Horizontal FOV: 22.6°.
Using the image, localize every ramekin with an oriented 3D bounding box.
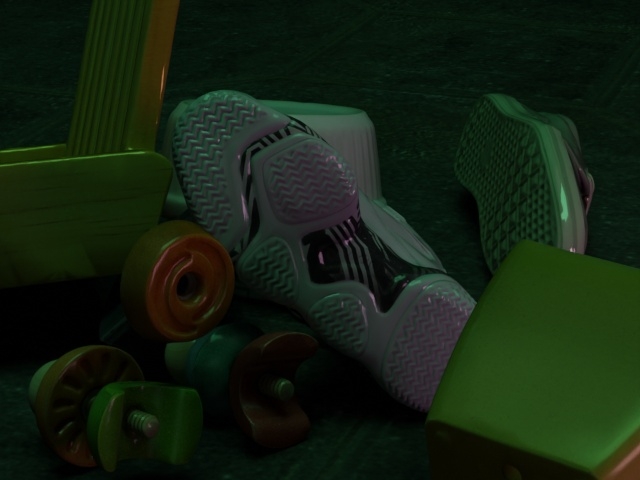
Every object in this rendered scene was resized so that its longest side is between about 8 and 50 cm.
[{"bbox_3d":[-0.056,-0.090,1.819,0.273,0.127,0.273,4,9,-1],"label":"ramekin"}]

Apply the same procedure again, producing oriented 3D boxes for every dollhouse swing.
[{"bbox_3d":[-0.311,-0.123,1.622,0.315,0.304,0.347,-7,8,-19],"label":"dollhouse swing"}]

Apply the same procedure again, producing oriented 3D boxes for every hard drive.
[{"bbox_3d":[-0.135,0.025,1.560,0.172,0.054,0.254,-41,12,7],"label":"hard drive"}]

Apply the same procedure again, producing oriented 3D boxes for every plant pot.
[{"bbox_3d":[0.190,0.153,1.171,0.212,0.212,0.187,16,39,36],"label":"plant pot"}]

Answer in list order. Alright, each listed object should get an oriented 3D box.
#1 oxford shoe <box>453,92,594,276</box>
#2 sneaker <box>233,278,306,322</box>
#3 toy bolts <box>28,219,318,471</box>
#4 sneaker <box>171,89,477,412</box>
[{"bbox_3d":[0.249,-0.054,1.781,0.130,0.169,0.449,20,18,-10],"label":"oxford shoe"},{"bbox_3d":[-0.036,0.017,1.656,0.208,0.094,0.081,17,28,40],"label":"sneaker"},{"bbox_3d":[-0.128,0.085,1.362,0.229,0.218,0.158,6,6,-42],"label":"toy bolts"},{"bbox_3d":[0.000,0.000,1.458,0.137,0.366,0.210,-46,15,2],"label":"sneaker"}]
